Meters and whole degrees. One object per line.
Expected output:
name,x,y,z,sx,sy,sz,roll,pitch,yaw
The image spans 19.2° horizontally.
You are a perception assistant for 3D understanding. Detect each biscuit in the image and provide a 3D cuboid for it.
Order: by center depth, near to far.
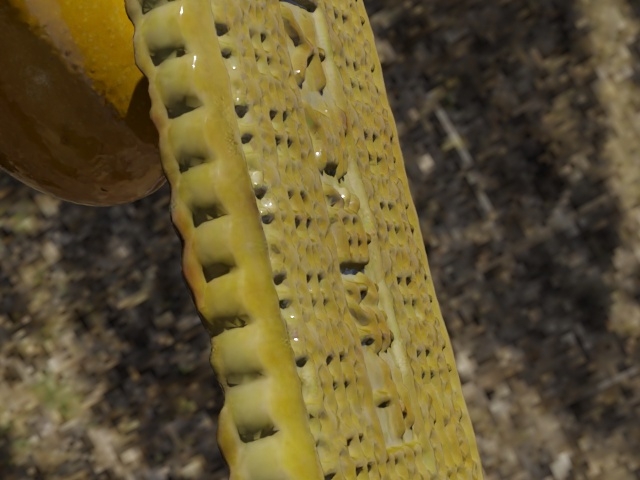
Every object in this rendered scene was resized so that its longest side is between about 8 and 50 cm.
biscuit,0.000,0.000,0.633,0.172,0.029,0.254,4,72,-68

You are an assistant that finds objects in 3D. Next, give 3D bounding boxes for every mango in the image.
mango,-0.113,-0.089,0.690,0.184,0.102,0.085,50,40,-26
